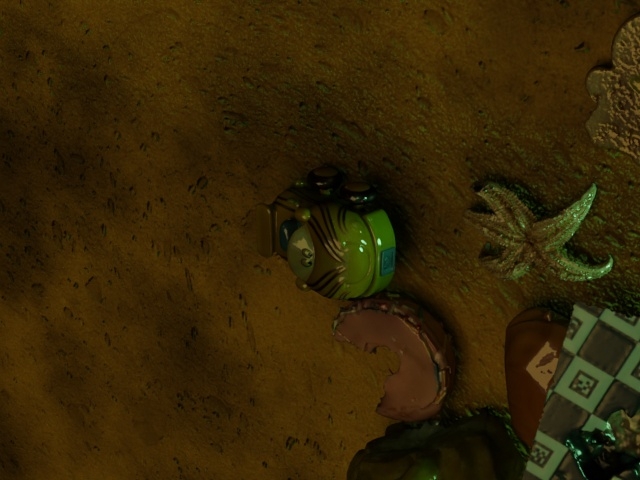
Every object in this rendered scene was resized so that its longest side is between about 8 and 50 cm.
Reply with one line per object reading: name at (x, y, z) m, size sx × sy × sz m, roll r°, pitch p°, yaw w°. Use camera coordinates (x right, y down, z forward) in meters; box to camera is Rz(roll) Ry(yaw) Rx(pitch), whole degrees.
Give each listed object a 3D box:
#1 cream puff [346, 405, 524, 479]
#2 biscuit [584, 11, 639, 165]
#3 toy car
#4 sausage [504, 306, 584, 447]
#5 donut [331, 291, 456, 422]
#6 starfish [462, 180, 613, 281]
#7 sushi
cream puff at (0.191, 0.440, 2.020) m, size 0.323 × 0.274 × 0.270 m, roll -18°, pitch 96°, yaw 44°
biscuit at (0.431, -0.207, 1.617) m, size 0.166 × 0.036 × 0.225 m, roll 26°, pitch 126°, yaw 24°
toy car at (0.000, 0.000, 1.983) m, size 0.248 × 0.142 × 0.200 m, roll 25°, pitch 125°, yaw 46°
sausage at (0.347, 0.213, 1.865) m, size 0.136 × 0.120 × 0.241 m, roll -1°, pitch 114°, yaw 31°
donut at (0.136, 0.185, 2.042) m, size 0.199 × 0.085 × 0.233 m, roll -20°, pitch 101°, yaw 44°
starfish at (0.314, -0.011, 1.805) m, size 0.238 × 0.071 × 0.216 m, roll 33°, pitch 137°, yaw 12°
sushi at (0.473, 0.276, 1.775) m, size 0.320 × 0.069 × 0.339 m, roll 15°, pitch 103°, yaw 10°
